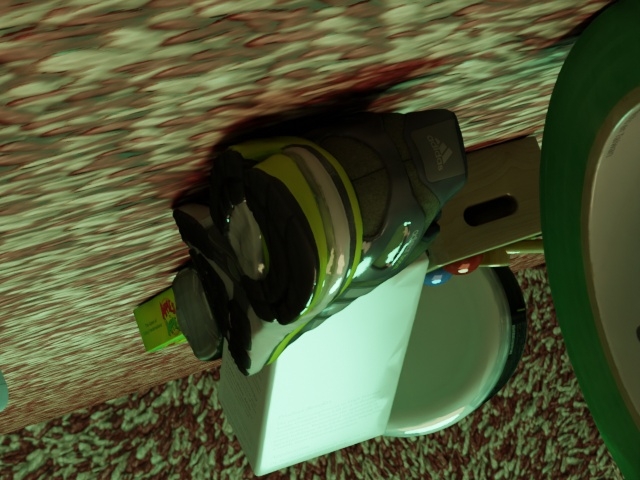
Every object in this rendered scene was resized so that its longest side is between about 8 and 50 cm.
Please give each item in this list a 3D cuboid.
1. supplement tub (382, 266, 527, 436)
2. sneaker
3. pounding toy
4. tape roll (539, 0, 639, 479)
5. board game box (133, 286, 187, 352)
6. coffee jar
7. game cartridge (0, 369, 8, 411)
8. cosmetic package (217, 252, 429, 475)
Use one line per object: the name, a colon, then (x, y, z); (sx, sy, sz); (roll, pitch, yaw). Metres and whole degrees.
supplement tub: (0.096, 0.080, 1.615); (0.194, 0.193, 0.316); (-20, 174, 11)
sneaker: (0.000, 0.000, 0.933); (0.121, 0.111, 0.300); (-22, 178, -16)
pounding toy: (0.122, -0.011, 1.252); (0.141, 0.100, 0.130); (-17, 175, -21)
tape roll: (0.220, 0.030, 0.804); (0.077, 0.321, 0.321); (-18, 175, -20)
board game box: (-0.087, 0.051, 1.476); (0.092, 0.043, 0.181); (-16, 174, -28)
coffee jar: (-0.018, 0.034, 1.347); (0.184, 0.079, 0.096); (-17, 174, -21)
game cartridge: (-0.431, 0.174, 1.515); (0.196, 0.060, 0.294); (-28, 171, 37)
cosmetic package: (-0.004, 0.069, 1.241); (0.117, 0.085, 0.231); (-16, 145, -21)
